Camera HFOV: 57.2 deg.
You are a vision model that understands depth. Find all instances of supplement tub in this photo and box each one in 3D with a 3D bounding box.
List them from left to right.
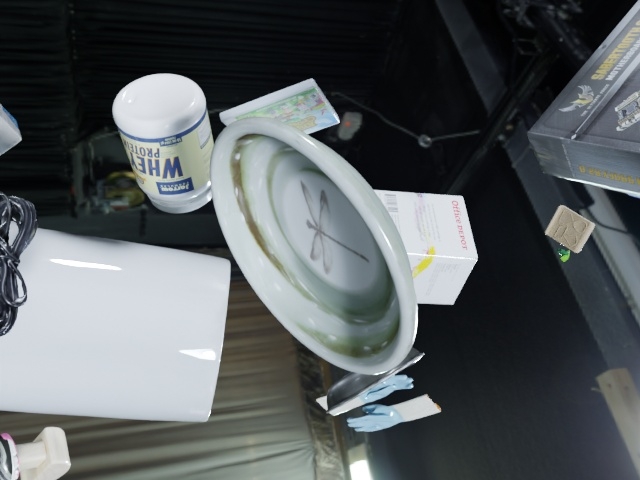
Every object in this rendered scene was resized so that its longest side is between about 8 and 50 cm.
[{"bbox_3d":[-0.406,-0.255,1.592,0.325,0.235,0.235,88,-13,-50],"label":"supplement tub"}]

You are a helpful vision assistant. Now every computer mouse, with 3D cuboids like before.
[{"bbox_3d":[-0.439,-0.013,0.623,0.272,0.072,0.188,46,34,-53],"label":"computer mouse"}]

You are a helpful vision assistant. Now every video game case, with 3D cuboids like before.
[{"bbox_3d":[-0.083,-0.266,1.282,0.193,0.212,0.023,34,41,-69],"label":"video game case"}]

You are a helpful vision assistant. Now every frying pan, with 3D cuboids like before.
[{"bbox_3d":[0.133,0.221,1.063,0.197,0.326,0.053,-43,-106,44],"label":"frying pan"}]

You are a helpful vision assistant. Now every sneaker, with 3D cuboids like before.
[{"bbox_3d":[-0.545,0.401,0.956,0.063,0.075,0.170,16,-87,46],"label":"sneaker"}]

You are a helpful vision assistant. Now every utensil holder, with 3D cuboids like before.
[{"bbox_3d":[-0.374,0.154,1.052,0.327,0.385,0.327,-172,-90,-79],"label":"utensil holder"}]

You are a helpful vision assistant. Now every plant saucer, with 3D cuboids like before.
[{"bbox_3d":[0.000,0.000,0.836,0.400,0.100,0.400,36,-35,31],"label":"plant saucer"}]

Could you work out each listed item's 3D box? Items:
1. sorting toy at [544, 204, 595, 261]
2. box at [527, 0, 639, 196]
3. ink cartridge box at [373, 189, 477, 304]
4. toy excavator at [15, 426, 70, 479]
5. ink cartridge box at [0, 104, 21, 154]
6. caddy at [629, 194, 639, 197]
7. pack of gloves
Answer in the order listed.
[{"bbox_3d":[0.394,-0.008,0.941,0.062,0.012,0.083,38,-53,30],"label":"sorting toy"},{"bbox_3d":[0.315,-0.135,0.480,0.183,0.231,0.056,26,-19,53],"label":"box"},{"bbox_3d":[0.204,0.018,1.411,0.197,0.270,0.198,101,-9,-49],"label":"ink cartridge box"},{"bbox_3d":[-0.764,0.471,1.075,0.222,0.445,0.433,65,6,29],"label":"toy excavator"},{"bbox_3d":[-0.798,-0.276,1.257,0.171,0.168,0.232,41,-13,53],"label":"ink cartridge box"},{"bbox_3d":[0.625,-0.207,0.964,0.179,0.241,0.341,18,-101,51],"label":"caddy"},{"bbox_3d":[0.138,0.375,1.394,0.195,0.232,0.046,50,26,-34],"label":"pack of gloves"}]
